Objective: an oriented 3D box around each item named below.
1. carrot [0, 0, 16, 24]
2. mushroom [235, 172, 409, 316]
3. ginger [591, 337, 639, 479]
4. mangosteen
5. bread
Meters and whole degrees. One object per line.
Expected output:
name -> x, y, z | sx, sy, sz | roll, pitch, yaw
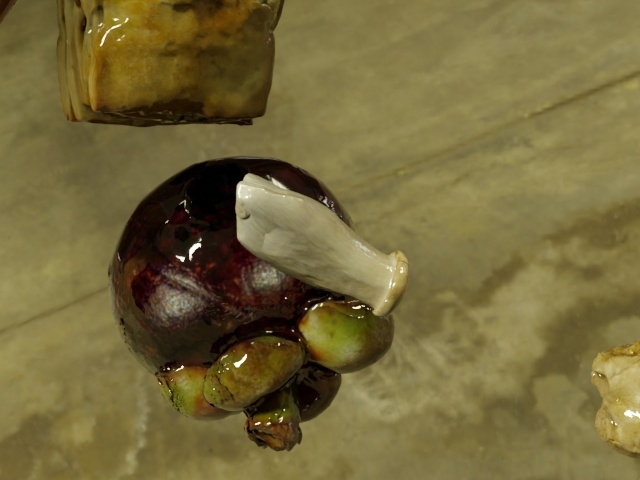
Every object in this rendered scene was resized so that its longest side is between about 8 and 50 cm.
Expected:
carrot -> -0.410, -0.356, 1.314 | 0.336, 0.069, 0.069 | -42, 28, 21
mushroom -> -0.009, 0.003, 1.166 | 0.108, 0.247, 0.096 | -42, 25, 37
ginger -> 0.442, 0.240, 1.042 | 0.236, 0.166, 0.375 | -20, 39, -20
mangosteen -> -0.106, 0.069, 1.426 | 0.381, 0.381, 0.421 | -25, 41, -13
bread -> -0.177, -0.291, 1.274 | 0.314, 0.370, 0.191 | -4, 37, -30
